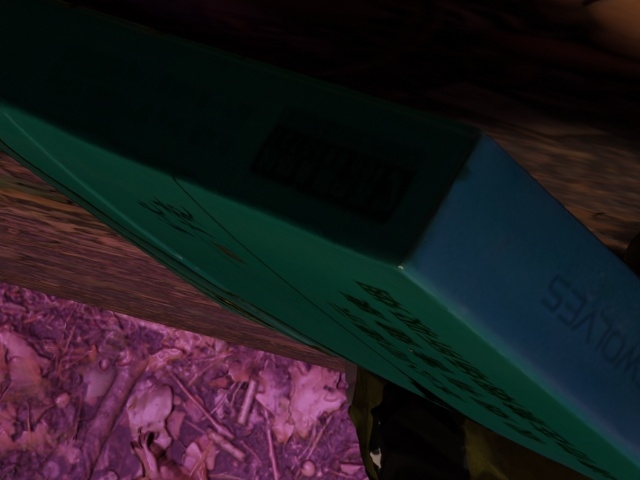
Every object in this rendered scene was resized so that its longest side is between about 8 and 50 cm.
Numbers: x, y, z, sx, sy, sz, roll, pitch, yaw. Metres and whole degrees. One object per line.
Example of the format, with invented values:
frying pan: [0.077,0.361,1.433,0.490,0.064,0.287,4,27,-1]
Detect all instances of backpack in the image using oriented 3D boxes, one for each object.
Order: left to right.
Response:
backpack: [0.118,0.100,0.956,0.207,0.140,0.253,5,-170,-15]

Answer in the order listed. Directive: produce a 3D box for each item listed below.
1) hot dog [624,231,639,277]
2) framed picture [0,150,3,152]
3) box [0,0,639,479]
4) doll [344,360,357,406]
hot dog: [0.158,0.019,0.471,0.084,0.073,0.242,21,175,-20]
framed picture: [-0.111,-0.049,0.794,0.324,0.013,0.244,14,174,-6]
box: [0.000,0.000,0.516,0.226,0.042,0.161,22,166,47]
doll: [0.130,0.113,1.257,0.271,0.144,0.208,13,154,-18]
